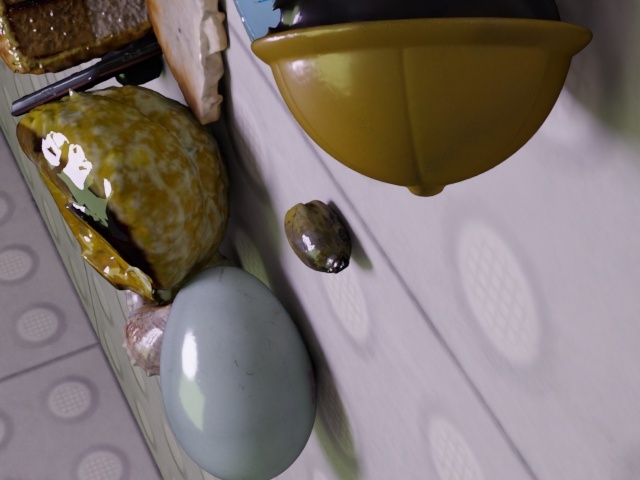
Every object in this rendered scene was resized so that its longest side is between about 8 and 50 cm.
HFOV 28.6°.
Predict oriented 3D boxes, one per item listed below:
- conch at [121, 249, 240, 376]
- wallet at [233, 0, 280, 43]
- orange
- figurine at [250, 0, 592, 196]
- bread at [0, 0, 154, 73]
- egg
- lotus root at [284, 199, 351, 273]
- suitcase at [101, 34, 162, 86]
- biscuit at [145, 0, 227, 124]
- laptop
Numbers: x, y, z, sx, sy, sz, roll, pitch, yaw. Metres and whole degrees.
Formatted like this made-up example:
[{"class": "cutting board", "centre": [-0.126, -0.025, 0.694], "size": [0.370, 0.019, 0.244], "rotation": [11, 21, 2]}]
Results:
[{"class": "conch", "centre": [-0.189, 0.084, 1.748], "size": [0.178, 0.163, 0.245], "rotation": [51, 129, 9]}, {"class": "wallet", "centre": [-0.022, -0.244, 0.989], "size": [0.176, 0.075, 0.250], "rotation": [68, 162, -6]}, {"class": "orange", "centre": [-0.226, -0.074, 1.547], "size": [0.271, 0.210, 0.368], "rotation": [43, 169, 3]}, {"class": "figurine", "centre": [0.040, -0.151, 0.727], "size": [0.256, 0.192, 0.167], "rotation": [69, 152, 21]}, {"class": "bread", "centre": [-0.302, -0.307, 1.526], "size": [0.181, 0.222, 0.096], "rotation": [69, 165, -11]}, {"class": "egg", "centre": [-0.100, 0.160, 1.496], "size": [0.183, 0.183, 0.264], "rotation": [178, 78, -72]}, {"class": "lotus root", "centre": [0.000, 0.000, 1.227], "size": [0.099, 0.054, 0.049], "rotation": [55, 148, 39]}, {"class": "suitcase", "centre": [-0.313, -0.346, 1.760], "size": [0.285, 0.066, 0.206], "rotation": [40, 145, 54]}, {"class": "biscuit", "centre": [-0.160, -0.297, 1.404], "size": [0.204, 0.040, 0.309], "rotation": [57, 158, 36]}, {"class": "laptop", "centre": [-0.287, -0.210, 1.582], "size": [0.207, 0.154, 0.026], "rotation": [-13, 103, 48]}]
